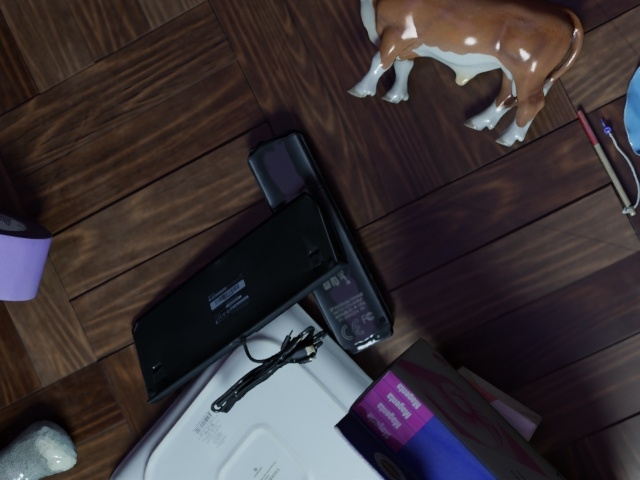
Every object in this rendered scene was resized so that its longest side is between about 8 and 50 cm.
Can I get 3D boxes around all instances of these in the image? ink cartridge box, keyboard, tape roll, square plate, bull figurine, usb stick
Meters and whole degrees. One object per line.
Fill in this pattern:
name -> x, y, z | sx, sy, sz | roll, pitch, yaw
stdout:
ink cartridge box -> 0.155, 0.260, 1.741 | 0.115, 0.067, 0.198 | 33, 99, 11
keyboard -> -0.091, 0.099, 1.757 | 0.317, 0.033, 0.201 | -37, 52, 25
tape roll -> -0.426, 0.006, 1.817 | 0.189, 0.189, 0.080 | 19, 96, 13
square plate -> -0.059, 0.282, 1.767 | 0.344, 0.049, 0.347 | 44, 104, 22
ink cartridge box -> 0.176, 0.252, 1.531 | 0.324, 0.330, 0.071 | 45, 101, 4
bull figurine -> 0.137, -0.235, 1.706 | 0.310, 0.101, 0.188 | 21, 102, 15
usb stick -> 0.000, 0.000, 1.780 | 0.077, 0.045, 0.278 | -27, 86, 11

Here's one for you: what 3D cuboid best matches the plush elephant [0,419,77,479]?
plush elephant -> -0.521, 0.295, 1.821 | 0.272, 0.255, 0.330 | 44, 102, 9

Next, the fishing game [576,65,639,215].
fishing game -> 0.429, -0.141, 1.664 | 0.264, 0.041, 0.189 | -27, 83, 15
